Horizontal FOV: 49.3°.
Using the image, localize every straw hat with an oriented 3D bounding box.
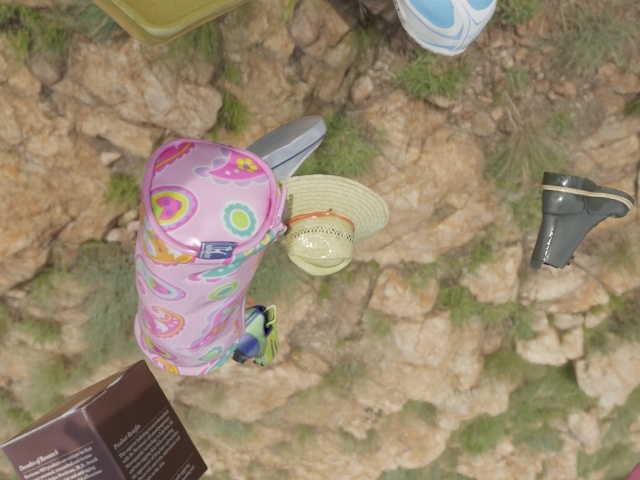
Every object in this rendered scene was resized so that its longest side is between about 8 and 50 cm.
[{"bbox_3d":[0.000,0.000,0.681,0.145,0.061,0.144,-2,150,-1],"label":"straw hat"}]

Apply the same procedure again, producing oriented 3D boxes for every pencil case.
[{"bbox_3d":[-0.110,0.028,0.646,0.124,0.124,0.284,7,148,-13],"label":"pencil case"}]

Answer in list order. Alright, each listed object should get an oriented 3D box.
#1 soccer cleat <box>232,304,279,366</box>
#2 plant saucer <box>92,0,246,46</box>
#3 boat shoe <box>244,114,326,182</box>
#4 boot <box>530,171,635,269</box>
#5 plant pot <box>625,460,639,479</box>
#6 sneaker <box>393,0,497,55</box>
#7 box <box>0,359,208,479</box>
[{"bbox_3d":[-0.118,0.185,1.416,0.121,0.093,0.289,-50,168,0],"label":"soccer cleat"},{"bbox_3d":[-0.168,-0.338,0.704,0.333,0.333,0.081,42,142,7],"label":"plant saucer"},{"bbox_3d":[-0.092,-0.088,1.070,0.267,0.096,0.088,-39,119,-10],"label":"boat shoe"},{"bbox_3d":[0.374,-0.017,1.014,0.198,0.137,0.077,9,-176,-34],"label":"boot"},{"bbox_3d":[0.438,0.329,0.771,0.201,0.180,0.201,-16,121,-29],"label":"plant pot"},{"bbox_3d":[0.068,-0.257,0.553,0.085,0.237,0.086,-17,159,-29],"label":"sneaker"},{"bbox_3d":[-0.307,0.319,1.018,0.167,0.168,0.203,-28,94,21],"label":"box"}]
